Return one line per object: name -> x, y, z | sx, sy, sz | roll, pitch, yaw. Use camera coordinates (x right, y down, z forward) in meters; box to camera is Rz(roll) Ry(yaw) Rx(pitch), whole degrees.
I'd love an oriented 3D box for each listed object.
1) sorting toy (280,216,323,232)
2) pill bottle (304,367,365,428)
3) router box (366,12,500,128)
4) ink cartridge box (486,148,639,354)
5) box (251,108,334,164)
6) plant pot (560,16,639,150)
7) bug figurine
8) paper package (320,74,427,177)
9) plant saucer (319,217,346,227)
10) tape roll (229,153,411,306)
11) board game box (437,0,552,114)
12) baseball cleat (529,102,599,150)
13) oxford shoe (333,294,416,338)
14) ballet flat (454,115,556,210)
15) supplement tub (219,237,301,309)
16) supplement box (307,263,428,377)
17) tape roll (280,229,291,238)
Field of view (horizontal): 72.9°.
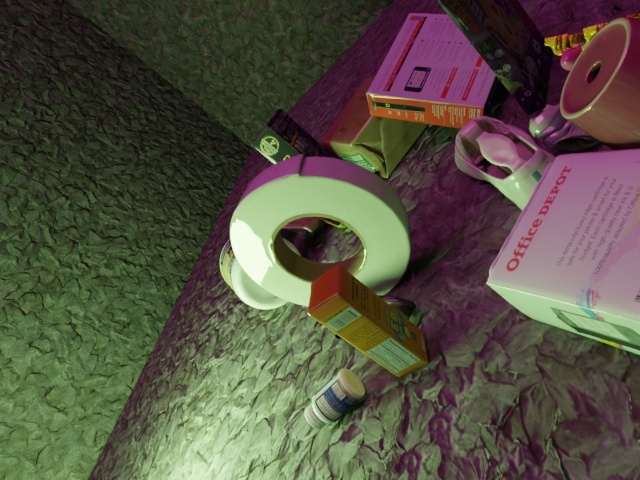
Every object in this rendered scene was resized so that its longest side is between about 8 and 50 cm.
sorting toy -> -0.101, -0.059, 1.457 | 0.193, 0.208, 0.038 | -45, -42, -67
pill bottle -> 0.026, 0.314, 0.853 | 0.120, 0.067, 0.067 | -47, 23, 15
router box -> 0.324, -0.459, 1.150 | 0.300, 0.082, 0.336 | 17, 66, 25
ink cartridge box -> 0.388, 0.013, 0.500 | 0.226, 0.131, 0.306 | -57, 21, -7
box -> -0.070, -0.314, 1.561 | 0.097, 0.318, 0.395 | -48, 16, 19
plant pot -> 0.431, -0.189, 0.556 | 0.201, 0.180, 0.202 | -162, 90, -88
bug figurine -> 0.506, -0.321, 0.692 | 0.216, 0.072, 0.279 | -20, 18, -24
paper package -> 0.182, -0.381, 1.423 | 0.310, 0.168, 0.325 | -54, 23, 0
plant saucer -> 0.093, -0.120, 1.378 | 0.188, 0.045, 0.188 | -54, 22, -2
tape roll -> 0.000, 0.000, 0.937 | 0.392, 0.392, 0.072 | -36, 28, 35
board game box -> 0.377, -0.458, 0.918 | 0.056, 0.346, 0.208 | -24, 37, 48
baseball cleat -> 0.479, -0.227, 0.768 | 0.205, 0.072, 0.110 | -33, 64, 5
oxford shoe -> 0.110, 0.170, 0.908 | 0.227, 0.082, 0.096 | -26, 53, 49
ballet flat -> 0.347, -0.181, 0.861 | 0.139, 0.139, 0.400 | -46, 23, 17
supplement tub -> -0.206, 0.081, 1.431 | 0.228, 0.228, 0.316 | -56, 23, -7
supplement box -> 0.087, 0.145, 0.761 | 0.080, 0.233, 0.078 | -36, 27, 27
tape roll -> -0.184, -0.089, 1.683 | 0.080, 0.189, 0.189 | -40, 26, 27
